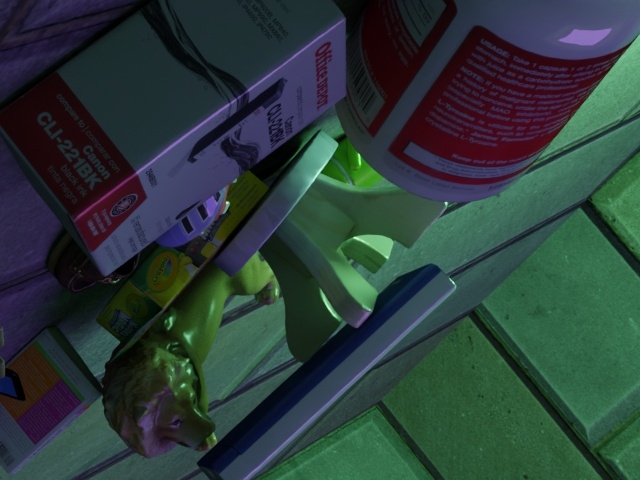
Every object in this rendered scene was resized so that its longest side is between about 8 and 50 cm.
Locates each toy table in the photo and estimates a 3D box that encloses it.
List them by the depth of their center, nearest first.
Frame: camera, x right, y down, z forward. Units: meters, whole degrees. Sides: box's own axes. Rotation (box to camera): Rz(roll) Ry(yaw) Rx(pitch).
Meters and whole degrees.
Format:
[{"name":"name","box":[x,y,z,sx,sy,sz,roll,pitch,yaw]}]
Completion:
[{"name":"toy table","box":[0.000,0.000,1.999,0.252,0.161,0.274,-48,-175,30]}]

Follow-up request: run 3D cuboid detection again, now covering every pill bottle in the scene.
[{"name":"pill bottle","box":[0.176,-0.223,1.696,0.229,0.229,0.407,-32,167,-31]}]

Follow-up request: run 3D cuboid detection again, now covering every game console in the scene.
[{"name":"game console","box":[-0.367,0.155,1.857,0.107,0.071,0.122,-36,168,-15]}]

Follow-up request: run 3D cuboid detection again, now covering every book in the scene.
[{"name":"book","box":[-0.322,0.179,2.030,0.144,0.096,0.035,-41,169,11]}]

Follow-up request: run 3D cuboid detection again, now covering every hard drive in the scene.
[{"name":"hard drive","box":[0.001,0.151,2.001,0.319,0.040,0.210,-42,-179,-10]}]

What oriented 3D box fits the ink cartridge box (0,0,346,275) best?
[{"name":"ink cartridge box","box":[-0.114,-0.113,1.502,0.273,0.114,0.197,-38,168,-8]}]

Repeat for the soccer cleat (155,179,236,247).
[{"name":"soccer cleat","box":[-0.110,-0.089,1.709,0.095,0.083,0.248,-1,139,-47]}]

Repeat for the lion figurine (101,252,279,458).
[{"name":"lion figurine","box":[-0.147,0.093,2.067,0.240,0.142,0.392,86,14,-53]}]

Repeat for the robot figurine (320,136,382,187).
[{"name":"robot figurine","box":[0.038,-0.089,2.194,0.115,0.067,0.101,-35,176,-17]}]

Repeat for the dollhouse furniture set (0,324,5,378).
[{"name":"dollhouse furniture set","box":[-0.374,0.141,1.526,0.262,0.135,0.259,-43,167,-25]}]

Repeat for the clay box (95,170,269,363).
[{"name":"clay box","box":[-0.154,0.025,1.909,0.222,0.053,0.127,-49,-178,-32]}]

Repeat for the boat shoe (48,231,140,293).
[{"name":"boat shoe","box":[-0.211,0.007,1.776,0.073,0.073,0.207,-34,169,-30]}]
